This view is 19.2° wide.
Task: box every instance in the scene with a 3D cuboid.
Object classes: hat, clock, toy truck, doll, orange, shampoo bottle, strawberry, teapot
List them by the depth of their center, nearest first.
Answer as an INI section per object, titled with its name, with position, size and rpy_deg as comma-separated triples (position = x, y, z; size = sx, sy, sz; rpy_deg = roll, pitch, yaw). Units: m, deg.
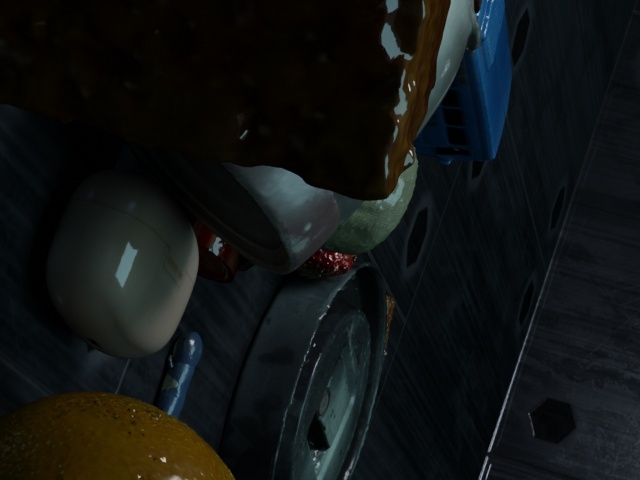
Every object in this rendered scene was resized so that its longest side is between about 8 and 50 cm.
[orange]
position = -0.181, 0.247, 1.471
size = 0.274, 0.274, 0.274
rpy_deg = 16, 90, -74
[teapot]
position = -0.030, -0.187, 1.571
size = 0.312, 0.315, 0.233
rpy_deg = -45, -169, -15
[shampoo bottle]
position = -0.071, -0.093, 1.872
size = 0.102, 0.064, 0.260
rpy_deg = 65, 44, -66
[hat]
position = 0.023, -0.061, 1.906
size = 0.257, 0.130, 0.257
rpy_deg = -56, -164, 26
[doll]
position = -0.148, 0.151, 1.915
size = 0.037, 0.027, 0.125
rpy_deg = 33, 77, -72
[strawberry]
position = 0.000, 0.000, 2.179
size = 0.083, 0.083, 0.096
rpy_deg = 46, 30, -71
[toy truck]
position = 0.135, -0.218, 2.239
size = 0.385, 0.162, 0.161
rpy_deg = 69, 33, -68
[clock]
position = -0.017, 0.202, 2.299
size = 0.386, 0.076, 0.386
rpy_deg = 15, 90, -74

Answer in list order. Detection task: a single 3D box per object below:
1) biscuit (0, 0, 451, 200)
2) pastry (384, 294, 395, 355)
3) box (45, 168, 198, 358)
[biscuit]
position = -0.061, -0.252, 1.294
size = 0.166, 0.342, 0.395
rpy_deg = -44, 149, -67
[pastry]
position = 0.060, 0.131, 2.507
size = 0.087, 0.063, 0.169
rpy_deg = -10, 116, -69
[box]
position = -0.167, 0.022, 1.621
size = 0.200, 0.088, 0.146
rpy_deg = 64, 43, -68
